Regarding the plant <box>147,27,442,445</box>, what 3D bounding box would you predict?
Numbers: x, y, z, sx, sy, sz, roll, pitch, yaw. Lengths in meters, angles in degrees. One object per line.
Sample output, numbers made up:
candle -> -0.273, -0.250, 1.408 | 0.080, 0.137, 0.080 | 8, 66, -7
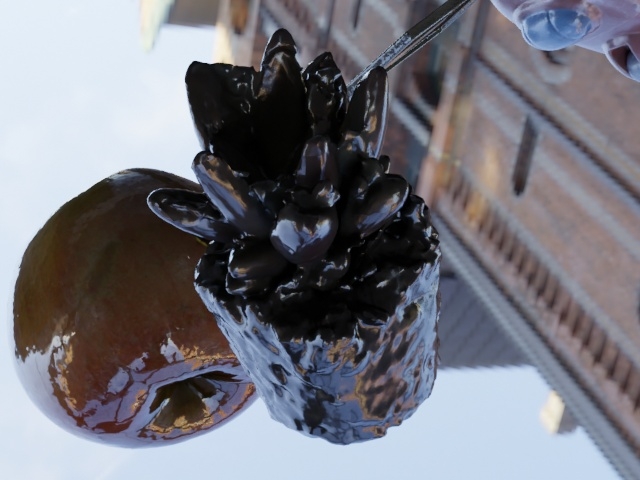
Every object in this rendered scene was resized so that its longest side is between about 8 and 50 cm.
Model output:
plant -> 0.000, 0.000, 1.106 | 0.181, 0.320, 0.194 | 22, -127, 35

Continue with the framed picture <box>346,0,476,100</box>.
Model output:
framed picture -> 0.152, -0.303, 2.037 | 0.020, 0.240, 0.324 | 51, -129, -1

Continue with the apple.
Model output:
apple -> -0.203, 0.071, 1.670 | 0.338, 0.338, 0.305 | -7, -125, -32

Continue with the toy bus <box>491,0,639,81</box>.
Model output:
toy bus -> 0.267, -0.264, 1.255 | 0.294, 0.232, 0.197 | 16, 168, -24
